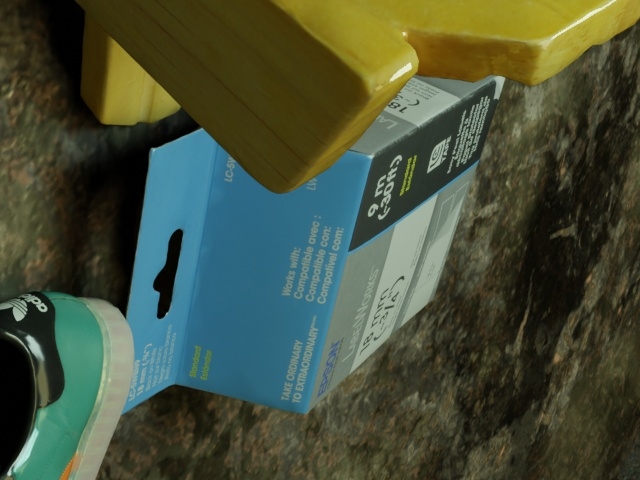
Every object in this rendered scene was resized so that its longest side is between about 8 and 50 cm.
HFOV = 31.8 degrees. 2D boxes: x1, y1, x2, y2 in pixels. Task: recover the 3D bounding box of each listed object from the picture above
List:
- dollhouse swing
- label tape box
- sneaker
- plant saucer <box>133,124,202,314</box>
[{"bbox_3d":[0.054,-0.135,0.643,0.347,0.315,0.305,-32,152,-25],"label":"dollhouse swing"},{"bbox_3d":[0.000,0.000,0.868,0.334,0.106,0.240,-35,146,-50],"label":"label tape box"},{"bbox_3d":[-0.217,0.178,0.732,0.121,0.108,0.302,13,89,-57],"label":"sneaker"},{"bbox_3d":[-0.089,-0.021,0.872,0.168,0.029,0.168,-36,137,-42],"label":"plant saucer"}]
